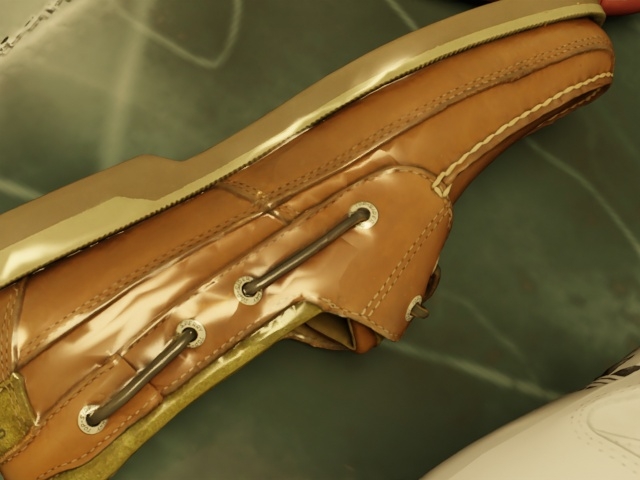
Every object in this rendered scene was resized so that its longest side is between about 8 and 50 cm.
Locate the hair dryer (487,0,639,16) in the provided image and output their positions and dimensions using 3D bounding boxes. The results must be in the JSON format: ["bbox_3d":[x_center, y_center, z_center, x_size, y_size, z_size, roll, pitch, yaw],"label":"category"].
[{"bbox_3d":[0.120,-0.201,0.612,0.293,0.080,0.223,-29,56,-18],"label":"hair dryer"}]

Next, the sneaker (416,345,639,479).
[{"bbox_3d":[0.166,0.174,0.326,0.210,0.137,0.366,-39,87,-11],"label":"sneaker"}]

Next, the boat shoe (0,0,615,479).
[{"bbox_3d":[0.000,0.000,0.487,0.307,0.111,0.104,-27,80,-12],"label":"boat shoe"}]
